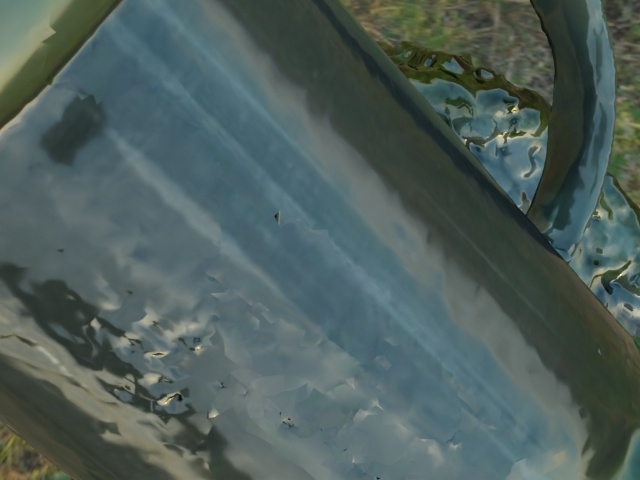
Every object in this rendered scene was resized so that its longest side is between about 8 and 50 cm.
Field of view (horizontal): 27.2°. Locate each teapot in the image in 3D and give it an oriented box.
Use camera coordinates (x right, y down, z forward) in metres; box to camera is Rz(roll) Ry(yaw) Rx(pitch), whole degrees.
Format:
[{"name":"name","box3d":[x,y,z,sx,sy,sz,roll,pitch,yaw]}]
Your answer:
[{"name":"teapot","box3d":[0.000,0.000,0.454,0.270,0.200,0.337,-50,118,-12]}]

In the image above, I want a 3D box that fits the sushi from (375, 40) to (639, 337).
[{"name":"sushi","box3d":[0.066,0.057,0.856,0.352,0.178,0.294,43,80,-26]}]
